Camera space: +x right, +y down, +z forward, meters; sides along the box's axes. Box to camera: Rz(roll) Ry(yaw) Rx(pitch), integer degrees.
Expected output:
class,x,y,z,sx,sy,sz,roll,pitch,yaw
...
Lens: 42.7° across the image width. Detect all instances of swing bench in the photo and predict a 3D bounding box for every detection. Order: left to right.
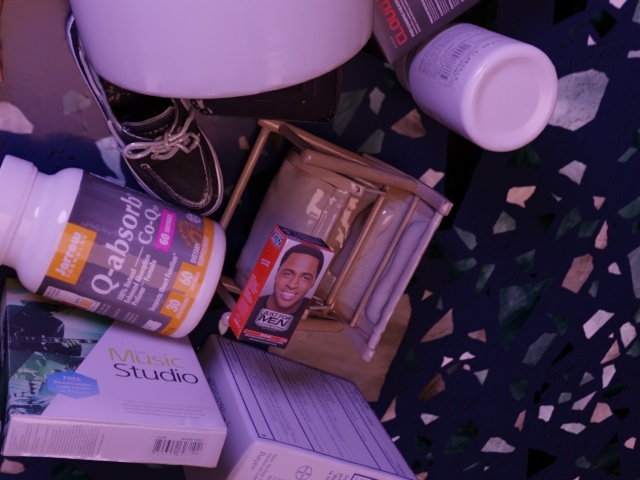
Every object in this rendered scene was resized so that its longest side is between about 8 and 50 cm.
class,x,y,z,sx,sy,sz,roll,pitch,yaw
swing bench,0.000,0.000,1.118,0.254,0.165,0.253,18,106,-33

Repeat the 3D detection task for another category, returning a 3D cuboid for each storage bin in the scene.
class,x,y,z,sx,sy,sz,roll,pitch,yaw
storage bin,-0.063,-0.218,0.985,0.180,0.084,0.122,4,125,3

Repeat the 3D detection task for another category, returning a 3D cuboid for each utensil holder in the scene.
class,x,y,z,sx,sy,sz,roll,pitch,yaw
utensil holder,-0.106,-0.370,0.742,0.327,0.327,0.385,-16,129,-14

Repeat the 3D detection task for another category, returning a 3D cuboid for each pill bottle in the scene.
class,x,y,z,sx,sy,sz,roll,pitch,yaw
pill bottle,-0.270,0.007,1.005,0.278,0.162,0.162,21,105,-22
pill bottle,0.187,-0.208,1.048,0.131,0.229,0.131,-9,116,-18

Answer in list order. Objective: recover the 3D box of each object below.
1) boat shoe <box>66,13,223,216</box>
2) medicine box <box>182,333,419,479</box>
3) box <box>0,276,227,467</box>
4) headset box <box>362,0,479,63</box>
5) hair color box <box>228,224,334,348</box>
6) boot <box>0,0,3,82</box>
class,x,y,z,sx,sy,sz,roll,pitch,yaw
boat shoe,-0.202,-0.143,0.999,0.113,0.105,0.306,-26,121,-8
medicine box,-0.043,0.298,1.179,0.289,0.263,0.149,25,104,-29
box,-0.263,0.149,0.989,0.232,0.322,0.058,11,107,-26
headset box,0.111,-0.378,1.007,0.293,0.110,0.218,-35,122,-2
hair color box,-0.049,0.058,0.997,0.072,0.043,0.141,17,107,-31
boot,-0.372,-0.249,0.904,0.197,0.073,0.152,-10,117,-3
